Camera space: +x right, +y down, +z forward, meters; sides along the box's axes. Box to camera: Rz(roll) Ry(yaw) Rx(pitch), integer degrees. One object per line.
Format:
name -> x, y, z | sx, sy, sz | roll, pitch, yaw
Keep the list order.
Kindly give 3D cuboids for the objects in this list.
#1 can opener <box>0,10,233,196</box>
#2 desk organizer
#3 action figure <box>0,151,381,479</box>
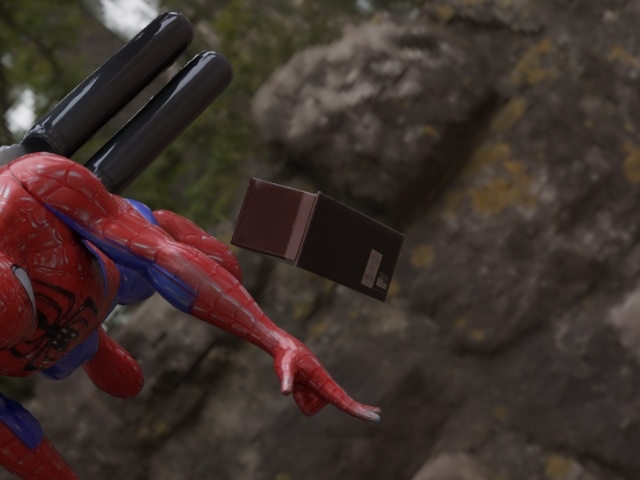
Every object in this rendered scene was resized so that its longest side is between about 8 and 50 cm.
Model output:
can opener -> -0.159, -0.043, 1.101 | 0.280, 0.074, 0.093 | -50, 8, -37
desk organizer -> 0.000, 0.000, 1.111 | 0.130, 0.050, 0.047 | 25, -98, -62
action figure -> -0.054, 0.042, 0.580 | 0.091, 0.139, 0.280 | -48, -8, 1
